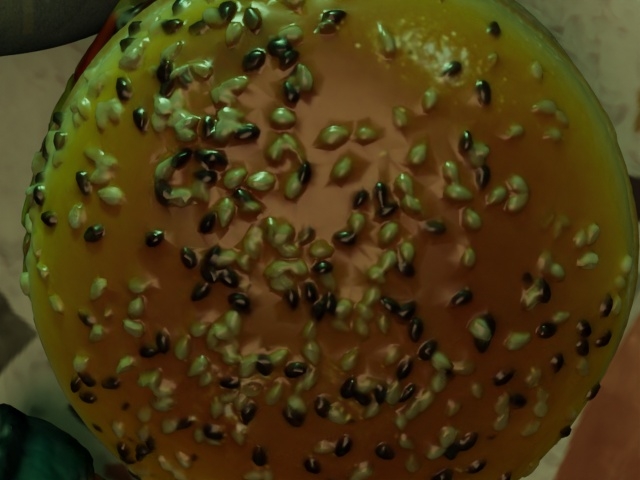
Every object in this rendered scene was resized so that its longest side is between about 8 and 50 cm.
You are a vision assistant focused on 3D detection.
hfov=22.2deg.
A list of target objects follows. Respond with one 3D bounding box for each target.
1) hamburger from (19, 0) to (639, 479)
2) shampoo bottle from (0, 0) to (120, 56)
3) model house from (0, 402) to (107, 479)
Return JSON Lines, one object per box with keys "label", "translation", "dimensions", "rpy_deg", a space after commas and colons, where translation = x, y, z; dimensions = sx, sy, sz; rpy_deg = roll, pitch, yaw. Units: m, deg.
{"label": "hamburger", "translation": [0.000, 0.000, 0.761], "dimensions": [0.300, 0.176, 0.300], "rpy_deg": [1, 106, 4]}
{"label": "shampoo bottle", "translation": [-0.173, -0.125, 0.750], "dimensions": [0.233, 0.049, 0.087], "rpy_deg": [-11, 100, -25]}
{"label": "model house", "translation": [-0.108, 0.266, 0.833], "dimensions": [0.291, 0.253, 0.184], "rpy_deg": [37, 121, -22]}
